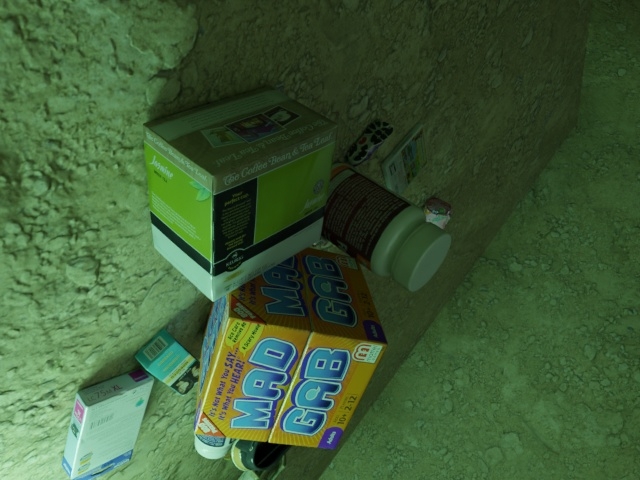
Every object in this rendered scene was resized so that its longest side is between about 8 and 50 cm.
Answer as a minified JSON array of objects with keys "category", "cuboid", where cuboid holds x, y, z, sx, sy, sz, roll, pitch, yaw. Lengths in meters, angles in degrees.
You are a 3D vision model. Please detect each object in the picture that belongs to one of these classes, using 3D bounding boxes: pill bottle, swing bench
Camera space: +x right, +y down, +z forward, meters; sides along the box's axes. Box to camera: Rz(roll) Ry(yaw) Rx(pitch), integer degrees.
[{"category":"pill bottle","cuboid":[-0.326,0.572,1.703,0.153,0.153,0.264,-21,138,-46]},{"category":"pill bottle","cuboid":[0.156,-0.039,1.506,0.224,0.392,0.224,-37,148,-29]},{"category":"swing bench","cuboid":[-0.284,0.984,2.195,0.255,0.165,0.253,-3,129,-56]}]

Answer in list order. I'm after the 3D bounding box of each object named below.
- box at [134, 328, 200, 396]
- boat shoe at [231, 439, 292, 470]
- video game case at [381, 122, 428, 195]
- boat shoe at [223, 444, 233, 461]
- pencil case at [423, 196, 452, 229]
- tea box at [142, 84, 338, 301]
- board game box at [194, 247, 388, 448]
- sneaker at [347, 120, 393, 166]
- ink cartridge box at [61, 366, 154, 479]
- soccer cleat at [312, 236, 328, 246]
[{"category":"box","cuboid":[-0.397,0.335,1.428,0.100,0.060,0.244,-45,151,-16]},{"category":"boat shoe","cuboid":[-0.109,0.658,1.963,0.500,0.156,0.186,-39,106,-30]},{"category":"video game case","cuboid":[0.300,-0.273,1.863,0.206,0.026,0.227,-48,151,-11]},{"category":"boat shoe","cuboid":[-0.257,0.704,2.004,0.307,0.111,0.104,-52,148,-13]},{"category":"pencil case","cuboid":[0.484,-0.049,2.297,0.124,0.124,0.284,-32,146,-36]},{"category":"tea box","cuboid":[-0.164,-0.109,1.120,0.329,0.220,0.323,-30,145,-38]},{"category":"board game box","cuboid":[-0.094,0.247,1.331,0.356,0.356,0.356,12,118,-16]},{"category":"sneaker","cuboid":[0.146,-0.289,1.585,0.170,0.068,0.071,-42,166,-4]},{"category":"ink cartridge box","cuboid":[-0.550,0.483,1.357,0.186,0.065,0.311,-13,130,-52]},{"category":"soccer cleat","cuboid":[0.000,0.000,1.701,0.083,0.029,0.035,-7,131,-49]}]
